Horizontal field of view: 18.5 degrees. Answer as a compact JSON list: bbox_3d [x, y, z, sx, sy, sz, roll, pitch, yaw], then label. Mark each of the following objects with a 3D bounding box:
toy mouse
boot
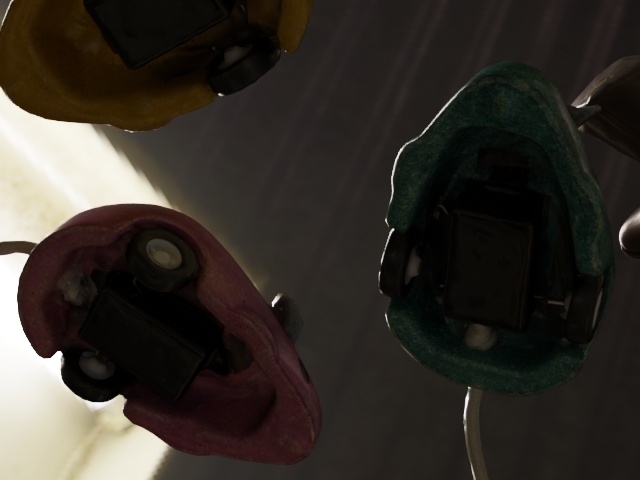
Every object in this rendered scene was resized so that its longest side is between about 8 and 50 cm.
[{"bbox_3d":[0.000,0.000,0.349,0.143,0.161,0.031,50,-145,-14],"label":"toy mouse"},{"bbox_3d":[0.155,-0.041,0.975,0.114,0.106,0.037,26,-136,-31],"label":"boot"}]
